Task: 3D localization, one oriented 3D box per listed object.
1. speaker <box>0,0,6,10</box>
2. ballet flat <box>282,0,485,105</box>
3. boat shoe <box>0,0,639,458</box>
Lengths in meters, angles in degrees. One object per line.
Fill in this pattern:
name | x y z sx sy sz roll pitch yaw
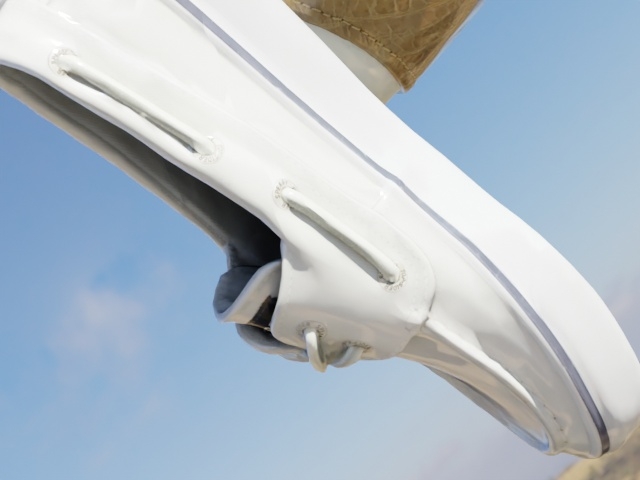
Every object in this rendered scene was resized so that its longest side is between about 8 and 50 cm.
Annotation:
speaker | -0.293 -0.210 1.292 0.297 0.131 0.131 -30 -7 16
ballet flat | -0.024 -0.093 0.717 0.124 0.116 0.342 -64 21 -8
boat shoe | 0.000 0.000 0.508 0.088 0.267 0.096 -51 17 -16
